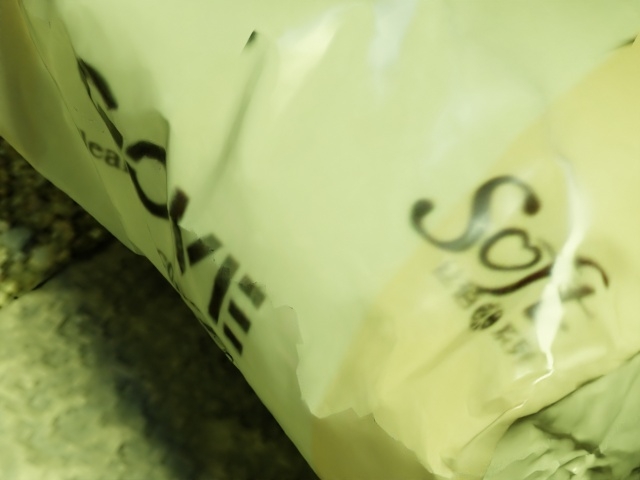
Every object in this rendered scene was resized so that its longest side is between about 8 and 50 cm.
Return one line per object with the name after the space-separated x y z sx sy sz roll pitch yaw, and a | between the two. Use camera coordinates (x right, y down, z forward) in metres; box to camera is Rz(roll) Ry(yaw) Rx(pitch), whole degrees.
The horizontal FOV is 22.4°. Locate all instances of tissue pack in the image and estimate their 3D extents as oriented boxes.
0.059 -0.065 0.649 0.390 0.195 0.375 -24 58 -36 | tissue pack
